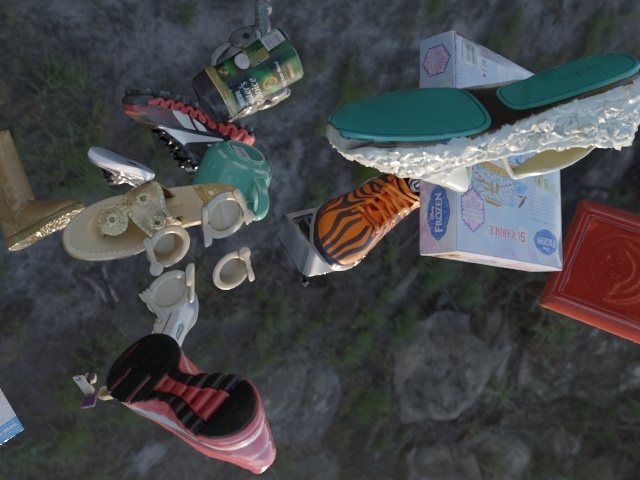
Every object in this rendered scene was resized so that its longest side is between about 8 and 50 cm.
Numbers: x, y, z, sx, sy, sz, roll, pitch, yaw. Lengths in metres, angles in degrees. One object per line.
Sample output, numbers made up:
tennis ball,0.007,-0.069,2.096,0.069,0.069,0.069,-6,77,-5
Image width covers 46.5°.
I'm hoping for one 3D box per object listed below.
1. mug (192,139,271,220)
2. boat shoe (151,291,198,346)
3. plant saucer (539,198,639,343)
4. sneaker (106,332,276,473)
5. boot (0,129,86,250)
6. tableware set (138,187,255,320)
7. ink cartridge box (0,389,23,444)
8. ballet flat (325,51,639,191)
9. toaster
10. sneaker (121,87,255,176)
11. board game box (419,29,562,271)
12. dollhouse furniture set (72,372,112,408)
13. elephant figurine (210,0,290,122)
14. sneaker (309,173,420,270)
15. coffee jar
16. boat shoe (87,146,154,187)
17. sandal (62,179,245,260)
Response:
mug,-0.143,-0.116,1.353,0.097,0.158,0.129,-61,176,22
boat shoe,-0.415,0.237,2.057,0.267,0.088,0.096,-75,154,-47
plant saucer,0.630,0.062,1.583,0.048,0.259,0.258,24,88,-65
sneaker,-0.181,0.234,1.024,0.116,0.314,0.136,-45,130,-26
boot,-0.705,-0.139,1.768,0.236,0.269,0.089,-25,175,10
tableware set,-0.147,0.019,0.908,0.169,0.020,0.141,-27,135,-26
ink cartridge box,-0.575,0.271,1.229,0.090,0.092,0.143,-33,111,-35
ballet flat,0.216,-0.128,0.936,0.409,0.147,0.147,-11,138,-1
toaster,0.000,0.000,1.894,0.168,0.185,0.110,-14,140,-26
sneaker,-0.259,-0.199,1.433,0.276,0.098,0.135,20,89,-35
board game box,0.271,-0.121,1.155,0.319,0.066,0.318,10,79,-45
dollhouse furniture set,-0.509,0.319,1.722,0.114,0.091,0.081,-11,129,8
elephant figurine,-0.183,-0.436,1.809,0.186,0.169,0.239,-25,94,-24
sneaker,0.113,-0.073,1.327,0.180,0.124,0.321,-33,-172,41
coffee jar,-0.126,-0.280,1.283,0.184,0.079,0.096,-31,154,-3
boat shoe,-0.524,-0.177,1.927,0.076,0.080,0.228,-55,158,8
sandal,-0.195,-0.047,0.914,0.240,0.088,0.079,-14,151,-33
